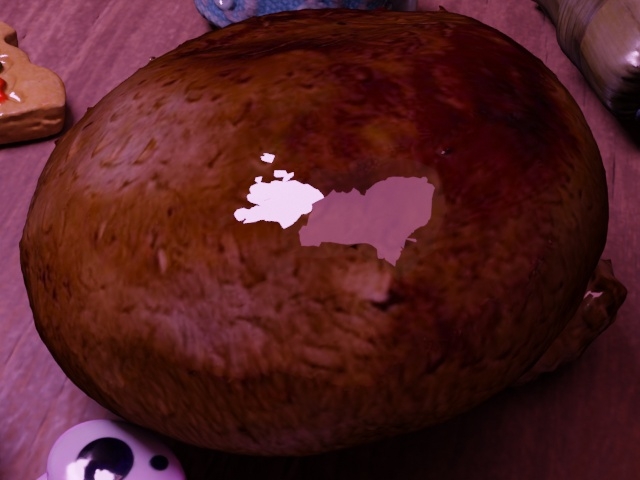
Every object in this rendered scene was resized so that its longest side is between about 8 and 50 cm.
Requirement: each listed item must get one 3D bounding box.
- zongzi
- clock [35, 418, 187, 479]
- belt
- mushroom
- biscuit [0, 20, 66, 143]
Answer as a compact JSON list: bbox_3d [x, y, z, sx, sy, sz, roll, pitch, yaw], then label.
[{"bbox_3d":[0.303,-0.178,0.816,0.242,0.112,0.221,-3,47,-7],"label":"zongzi"},{"bbox_3d":[-0.099,0.223,0.447,0.248,0.090,0.227,39,57,25],"label":"clock"},{"bbox_3d":[-0.020,-0.208,0.842,0.163,0.082,0.147,30,42,25],"label":"belt"},{"bbox_3d":[-0.005,-0.023,0.578,0.345,0.345,0.239,-4,90,-7],"label":"mushroom"},{"bbox_3d":[-0.308,-0.094,0.748,0.212,0.041,0.239,24,50,15],"label":"biscuit"}]
